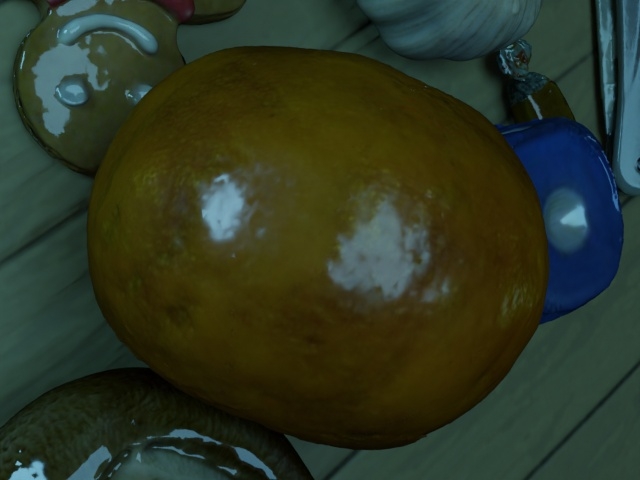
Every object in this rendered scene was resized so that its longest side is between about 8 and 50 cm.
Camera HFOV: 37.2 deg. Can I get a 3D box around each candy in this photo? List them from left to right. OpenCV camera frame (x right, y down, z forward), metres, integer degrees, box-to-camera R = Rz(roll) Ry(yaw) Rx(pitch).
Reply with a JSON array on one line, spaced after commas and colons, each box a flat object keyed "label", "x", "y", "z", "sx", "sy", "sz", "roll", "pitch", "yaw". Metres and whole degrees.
[{"label": "candy", "x": 0.201, "y": -0.094, "z": 0.849, "sx": 0.053, "sy": 0.046, "sz": 0.182, "roll": -29, "pitch": 100, "yaw": -25}]

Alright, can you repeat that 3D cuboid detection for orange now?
[{"label": "orange", "x": 0.000, "y": 0.000, "z": 0.584, "sx": 0.284, "sy": 0.284, "sz": 0.226, "roll": 16, "pitch": 96, "yaw": -31}]

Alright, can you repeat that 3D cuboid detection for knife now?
[{"label": "knife", "x": 0.296, "y": -0.175, "z": 0.911, "sx": 0.073, "sy": 0.040, "sz": 0.265, "roll": -3, "pitch": 92, "yaw": -21}]

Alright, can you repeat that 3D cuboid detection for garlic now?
[{"label": "garlic", "x": 0.124, "y": -0.226, "z": 0.695, "sx": 0.199, "sy": 0.226, "sz": 0.199, "roll": -7, "pitch": 105, "yaw": -29}]

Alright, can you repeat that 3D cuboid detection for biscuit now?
[{"label": "biscuit", "x": -0.137, "y": -0.213, "z": 0.639, "sx": 0.216, "sy": 0.047, "sz": 0.340, "roll": 7, "pitch": 86, "yaw": -30}]

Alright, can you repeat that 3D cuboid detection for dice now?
[{"label": "dice", "x": 0.141, "y": -0.015, "z": 0.753, "sx": 0.143, "sy": 0.146, "sz": 0.146, "roll": -19, "pitch": 99, "yaw": -32}]

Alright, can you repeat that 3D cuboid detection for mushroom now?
[{"label": "mushroom", "x": -0.115, "y": 0.200, "z": 0.591, "sx": 0.253, "sy": 0.153, "sz": 0.253, "roll": -1, "pitch": 93, "yaw": -30}]
